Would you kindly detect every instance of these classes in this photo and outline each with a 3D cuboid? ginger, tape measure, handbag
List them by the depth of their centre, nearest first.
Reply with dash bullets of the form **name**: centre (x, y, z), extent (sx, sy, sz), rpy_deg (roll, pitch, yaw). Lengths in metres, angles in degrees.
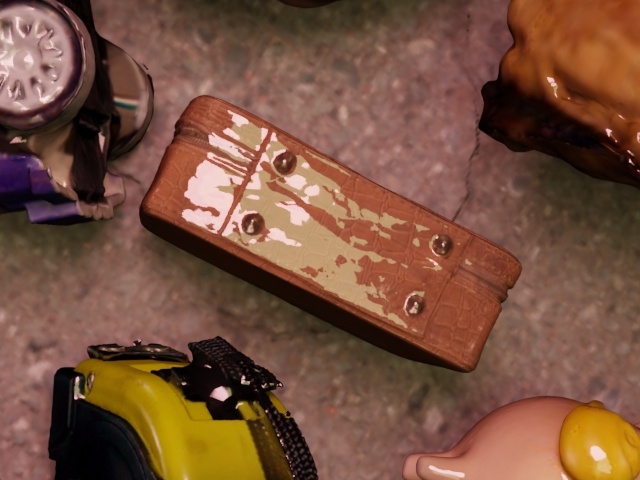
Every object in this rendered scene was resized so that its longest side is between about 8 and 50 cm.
- **tape measure**: centre (-0.077, 0.148, 0.834), extent (0.112, 0.186, 0.199), rpy_deg (2, 91, -32)
- **ginger**: centre (0.219, -0.117, 0.848), extent (0.200, 0.269, 0.223), rpy_deg (24, 94, 18)
- **handbag**: centre (0.000, 0.000, 0.866), extent (0.193, 0.151, 0.072), rpy_deg (25, 83, -8)

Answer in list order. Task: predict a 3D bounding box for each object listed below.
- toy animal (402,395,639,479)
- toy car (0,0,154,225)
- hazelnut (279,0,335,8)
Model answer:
- **toy animal**: centre (0.168, 0.157, 0.899), extent (0.248, 0.165, 0.149), rpy_deg (22, 92, -4)
- **toy car**: centre (-0.183, -0.117, 0.828), extent (0.158, 0.172, 0.235), rpy_deg (-10, 88, 4)
- **hazelnut**: centre (0.020, -0.295, 0.789), extent (0.372, 0.315, 0.372), rpy_deg (-15, 122, -25)
